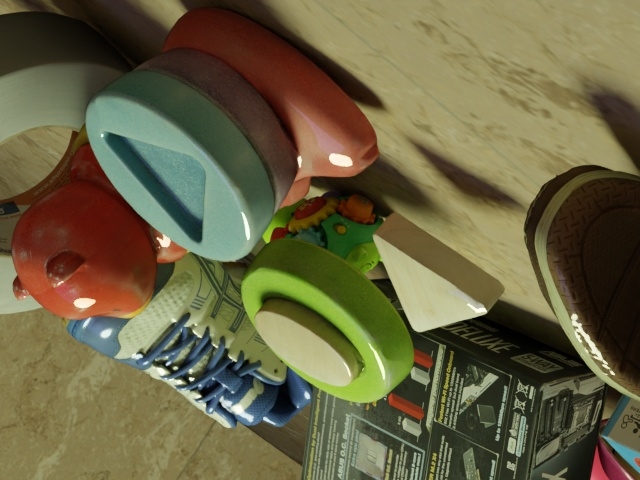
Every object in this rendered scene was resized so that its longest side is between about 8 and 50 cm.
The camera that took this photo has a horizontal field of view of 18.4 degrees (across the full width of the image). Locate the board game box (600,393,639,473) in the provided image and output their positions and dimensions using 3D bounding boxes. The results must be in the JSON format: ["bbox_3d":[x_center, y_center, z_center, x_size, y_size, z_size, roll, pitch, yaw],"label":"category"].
[{"bbox_3d":[0.365,0.198,1.182,0.308,0.086,0.302,23,166,46],"label":"board game box"}]

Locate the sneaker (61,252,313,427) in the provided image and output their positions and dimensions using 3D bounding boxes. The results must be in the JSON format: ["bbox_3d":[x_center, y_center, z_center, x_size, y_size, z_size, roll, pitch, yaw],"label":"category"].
[{"bbox_3d":[-0.082,0.075,1.504,0.131,0.112,0.296,52,-166,20],"label":"sneaker"}]

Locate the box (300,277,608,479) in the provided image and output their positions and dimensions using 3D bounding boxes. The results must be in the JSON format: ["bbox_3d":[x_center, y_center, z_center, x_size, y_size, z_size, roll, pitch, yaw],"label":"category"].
[{"bbox_3d":[0.087,0.210,1.527,0.076,0.307,0.242,-6,-161,-40],"label":"box"}]

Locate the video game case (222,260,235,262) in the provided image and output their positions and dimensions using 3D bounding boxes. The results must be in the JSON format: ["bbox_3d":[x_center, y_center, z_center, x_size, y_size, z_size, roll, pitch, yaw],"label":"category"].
[{"bbox_3d":[-0.048,0.046,1.922,0.206,0.026,0.227,30,170,19],"label":"video game case"}]

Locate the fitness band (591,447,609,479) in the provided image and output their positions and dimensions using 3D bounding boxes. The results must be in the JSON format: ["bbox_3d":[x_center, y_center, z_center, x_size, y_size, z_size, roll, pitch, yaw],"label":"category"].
[{"bbox_3d":[0.175,0.259,1.704,0.054,0.209,0.291,27,168,46],"label":"fitness band"}]

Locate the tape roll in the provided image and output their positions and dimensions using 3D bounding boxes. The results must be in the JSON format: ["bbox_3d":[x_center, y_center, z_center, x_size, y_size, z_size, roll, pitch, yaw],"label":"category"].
[{"bbox_3d":[-0.217,-0.054,1.420,0.072,0.219,0.219,51,-176,41],"label":"tape roll"}]

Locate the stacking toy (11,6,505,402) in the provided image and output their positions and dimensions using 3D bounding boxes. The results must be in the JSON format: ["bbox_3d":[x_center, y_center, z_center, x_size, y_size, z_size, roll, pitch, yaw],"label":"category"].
[{"bbox_3d":[-0.060,0.018,1.253,0.279,0.130,0.309,44,153,-2],"label":"stacking toy"}]

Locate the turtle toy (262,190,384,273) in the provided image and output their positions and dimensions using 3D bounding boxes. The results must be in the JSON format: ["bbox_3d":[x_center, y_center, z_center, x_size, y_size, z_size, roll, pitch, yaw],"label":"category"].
[{"bbox_3d":[0.000,0.000,1.416,0.066,0.095,0.130,60,161,-17],"label":"turtle toy"}]

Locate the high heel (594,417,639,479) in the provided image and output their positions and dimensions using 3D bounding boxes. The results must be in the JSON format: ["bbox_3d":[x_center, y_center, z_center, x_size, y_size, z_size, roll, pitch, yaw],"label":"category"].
[{"bbox_3d":[0.304,0.204,1.425,0.244,0.082,0.117,42,-173,37],"label":"high heel"}]

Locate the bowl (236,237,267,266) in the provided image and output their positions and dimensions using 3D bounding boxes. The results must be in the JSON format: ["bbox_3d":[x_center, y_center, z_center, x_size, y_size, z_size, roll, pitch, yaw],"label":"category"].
[{"bbox_3d":[-0.050,-0.008,1.606,0.142,0.053,0.142,34,171,-1],"label":"bowl"}]

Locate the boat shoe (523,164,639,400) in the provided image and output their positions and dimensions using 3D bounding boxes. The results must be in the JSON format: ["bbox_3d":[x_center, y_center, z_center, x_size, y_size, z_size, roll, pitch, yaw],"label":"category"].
[{"bbox_3d":[0.171,0.039,1.034,0.257,0.095,0.095,42,173,-40],"label":"boat shoe"}]
